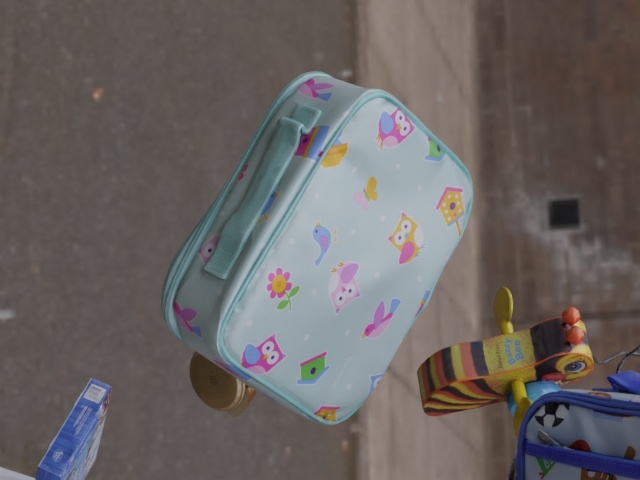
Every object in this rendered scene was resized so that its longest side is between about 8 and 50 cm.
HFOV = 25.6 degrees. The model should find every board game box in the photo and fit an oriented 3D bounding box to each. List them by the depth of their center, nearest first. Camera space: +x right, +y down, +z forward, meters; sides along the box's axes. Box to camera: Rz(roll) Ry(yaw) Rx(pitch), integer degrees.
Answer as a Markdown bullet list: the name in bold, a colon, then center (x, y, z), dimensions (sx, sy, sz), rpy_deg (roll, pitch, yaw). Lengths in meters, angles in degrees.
- **board game box**: center (-0.181, 0.160, 1.013), dimensions (0.090, 0.020, 0.090), rpy_deg (-64, 176, -48)

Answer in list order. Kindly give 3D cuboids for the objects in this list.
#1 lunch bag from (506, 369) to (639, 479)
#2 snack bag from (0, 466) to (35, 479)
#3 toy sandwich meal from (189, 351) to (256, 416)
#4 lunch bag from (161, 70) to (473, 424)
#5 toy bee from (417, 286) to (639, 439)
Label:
- **lunch bag**: center (0.283, 0.235, 1.145), dimensions (0.115, 0.303, 0.243), rpy_deg (2, 91, -41)
- **snack bag**: center (-0.510, 0.254, 1.569), dimensions (0.342, 0.323, 0.037), rpy_deg (20, 86, -79)
- **toy sandwich meal**: center (-0.106, 0.150, 1.544), dimensions (0.029, 0.085, 0.086), rpy_deg (-23, 110, -51)
- **lunch bag**: center (0.000, 0.000, 1.220), dimensions (0.224, 0.108, 0.279), rpy_deg (37, 80, -43)
- **toy bee**: center (0.265, 0.133, 1.730), dimensions (0.195, 0.298, 0.162), rpy_deg (58, -13, 31)
